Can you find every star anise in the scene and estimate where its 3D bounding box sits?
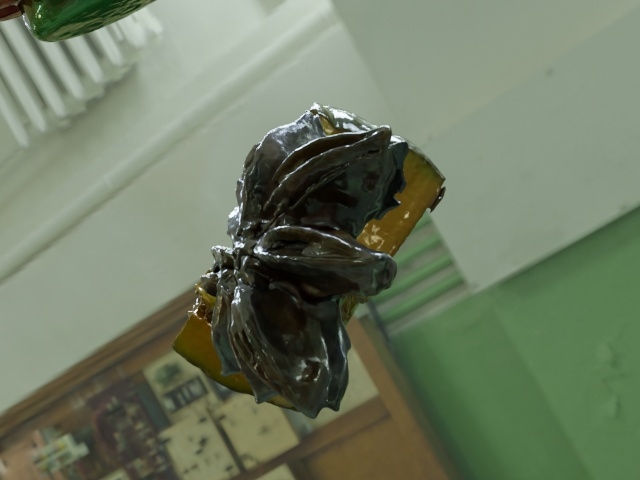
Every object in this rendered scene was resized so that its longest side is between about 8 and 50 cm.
[{"bbox_3d":[-0.018,0.013,0.774,0.093,0.229,0.236,17,-23,-20],"label":"star anise"}]

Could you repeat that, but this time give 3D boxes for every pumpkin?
[{"bbox_3d":[0.001,0.000,0.968,0.190,0.139,0.280,-57,3,22],"label":"pumpkin"}]

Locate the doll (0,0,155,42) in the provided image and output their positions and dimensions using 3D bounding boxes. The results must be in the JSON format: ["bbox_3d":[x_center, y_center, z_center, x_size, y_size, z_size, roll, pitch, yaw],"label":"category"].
[{"bbox_3d":[-0.145,-0.251,0.405,0.160,0.363,0.182,-18,0,-21],"label":"doll"}]
